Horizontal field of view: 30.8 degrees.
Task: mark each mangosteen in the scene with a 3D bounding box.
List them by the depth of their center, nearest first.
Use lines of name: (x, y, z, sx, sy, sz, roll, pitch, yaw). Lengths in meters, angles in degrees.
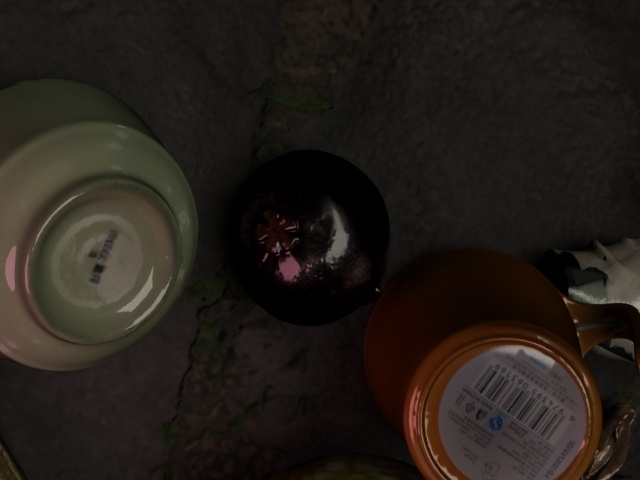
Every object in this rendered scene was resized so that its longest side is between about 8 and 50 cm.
mangosteen: (0.000, 0.000, 0.913, 0.151, 0.137, 0.137, 13, 88, -58)

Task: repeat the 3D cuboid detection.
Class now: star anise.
star anise: (0.229, 0.238, 1.060, 0.172, 0.063, 0.208, 37, 75, -26)

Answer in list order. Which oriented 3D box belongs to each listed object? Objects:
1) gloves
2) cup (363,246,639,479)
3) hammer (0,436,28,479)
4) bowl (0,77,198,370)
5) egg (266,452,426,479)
gloves: (0.306, 0.058, 1.040, 0.212, 0.127, 0.111, 3, 101, -11)
cup: (0.146, 0.100, 0.886, 0.226, 0.264, 0.182, -16, 95, 3)
hammer: (-0.164, 0.271, 0.850, 0.044, 0.168, 0.440, -35, 98, -22)
bowl: (-0.171, 0.001, 0.806, 0.211, 0.112, 0.211, -14, 114, -33)
egg: (0.022, 0.300, 0.873, 0.238, 0.238, 0.289, -4, 117, -24)
